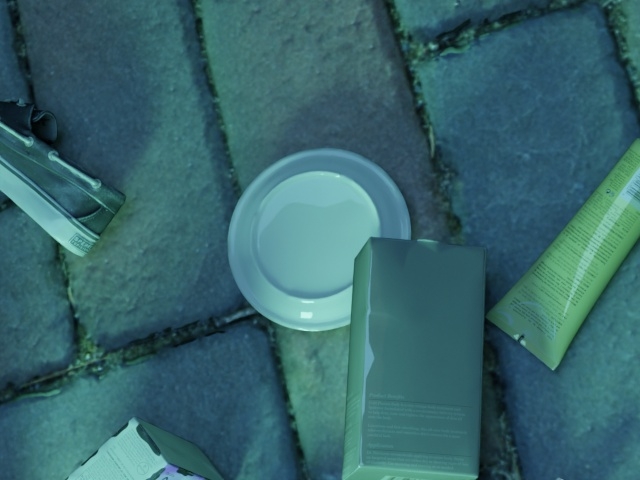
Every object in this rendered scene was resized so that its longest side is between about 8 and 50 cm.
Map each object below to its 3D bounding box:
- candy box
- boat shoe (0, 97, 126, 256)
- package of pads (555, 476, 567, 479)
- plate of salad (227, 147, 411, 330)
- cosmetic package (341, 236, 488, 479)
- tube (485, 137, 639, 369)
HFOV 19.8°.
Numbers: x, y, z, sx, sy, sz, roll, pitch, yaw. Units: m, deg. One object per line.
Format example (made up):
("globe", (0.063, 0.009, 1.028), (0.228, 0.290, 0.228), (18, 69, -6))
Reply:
("candy box", (-0.209, 0.283, 1.873), (0.196, 0.165, 0.070), (-43, 64, 4))
("boat shoe", (-0.342, -0.111, 2.065), (0.301, 0.108, 0.102), (40, 90, 22))
("package of pads", (0.222, 0.271, 1.790), (0.032, 0.050, 0.083), (39, 90, 24))
("plate of salad", (0.000, 0.000, 1.945), (0.200, 0.048, 0.200), (-4, 74, 14))
("cosmetic package", (0.093, 0.122, 1.829), (0.127, 0.107, 0.238), (7, 72, -8))
("tube", (0.271, 0.008, 1.849), (0.240, 0.062, 0.070), (-54, 24, 3))
